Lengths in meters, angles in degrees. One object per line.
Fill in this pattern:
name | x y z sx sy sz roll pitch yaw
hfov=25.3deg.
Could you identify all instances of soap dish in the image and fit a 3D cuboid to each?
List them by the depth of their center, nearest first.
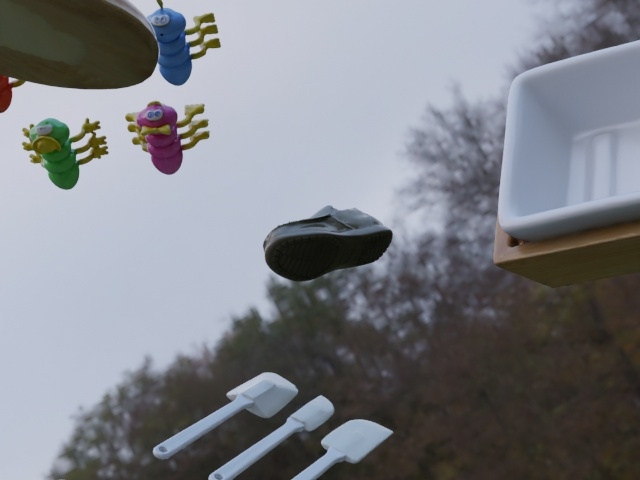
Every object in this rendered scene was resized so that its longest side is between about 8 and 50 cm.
soap dish | 0.313 -0.079 1.327 0.290 0.229 0.118 -13 -43 27

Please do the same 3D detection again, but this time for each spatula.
spatula | -0.052 0.204 1.450 0.242 0.168 0.019 -27 -40 -55

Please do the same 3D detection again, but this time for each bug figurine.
bug figurine | -0.231 -0.145 1.457 0.279 0.072 0.216 -8 -48 9

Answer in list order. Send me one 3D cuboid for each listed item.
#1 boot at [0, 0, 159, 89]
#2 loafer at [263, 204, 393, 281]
boot | -0.184 -0.212 0.744 0.104 0.295 0.211 100 -167 -60
loafer | 0.000 0.000 1.291 0.148 0.050 0.056 -2 -52 -46
